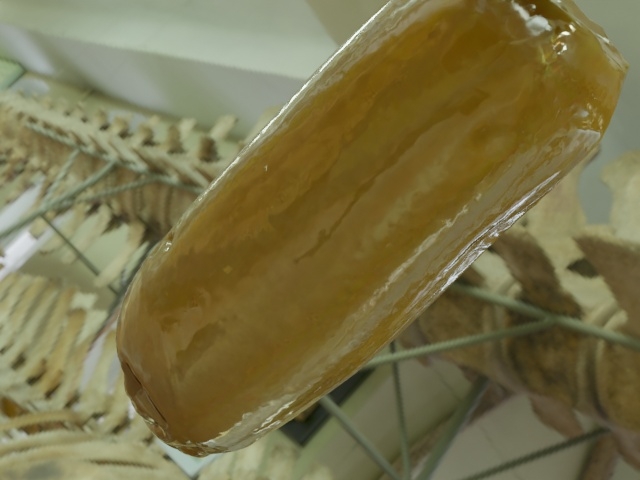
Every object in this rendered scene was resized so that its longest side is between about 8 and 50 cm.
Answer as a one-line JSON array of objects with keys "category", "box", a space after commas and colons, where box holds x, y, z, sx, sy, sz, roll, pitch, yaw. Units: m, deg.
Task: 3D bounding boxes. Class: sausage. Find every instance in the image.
[{"category": "sausage", "box": [-0.003, 0.000, 0.537, 0.134, 0.354, 0.116, 51, 23, 16]}]
